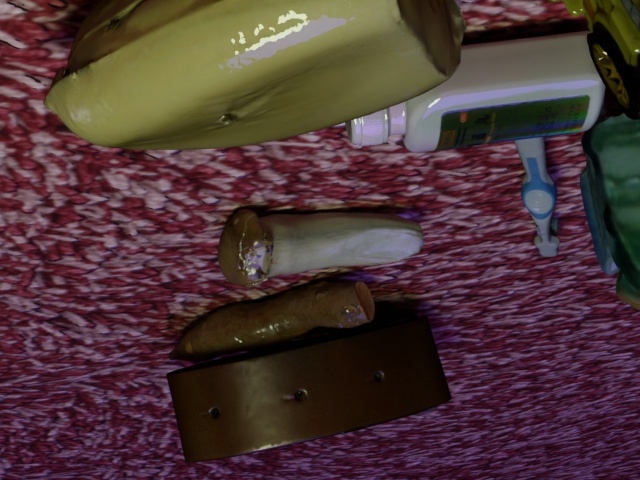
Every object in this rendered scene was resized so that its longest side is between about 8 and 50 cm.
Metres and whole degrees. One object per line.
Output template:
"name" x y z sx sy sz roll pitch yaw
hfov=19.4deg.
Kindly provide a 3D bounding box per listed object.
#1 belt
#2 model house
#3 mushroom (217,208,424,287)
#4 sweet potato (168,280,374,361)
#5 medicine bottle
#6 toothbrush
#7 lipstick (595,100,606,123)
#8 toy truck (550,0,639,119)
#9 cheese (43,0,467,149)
"belt" -0.008 0.176 2.200 0.338 0.122 0.217 -12 178 -23
"model house" 0.407 -0.011 1.815 0.295 0.252 0.329 -15 166 1
"mushroom" 0.000 0.000 1.912 0.209 0.071 0.084 -5 127 -19
"sweet potato" -0.071 0.095 2.137 0.281 0.059 0.067 -15 -166 24
"medicine bottle" 0.130 -0.125 1.615 0.219 0.078 0.115 -8 161 -5
"toothbrush" 0.218 -0.048 1.879 0.040 0.040 0.386 -12 162 8
"lipstick" 0.212 -0.118 1.745 0.107 0.025 0.025 -6 160 6
"toy truck" 0.224 -0.236 1.139 0.180 0.254 0.405 -26 166 0
"cheese" -0.061 -0.142 1.423 0.315 0.128 0.259 -13 161 15
